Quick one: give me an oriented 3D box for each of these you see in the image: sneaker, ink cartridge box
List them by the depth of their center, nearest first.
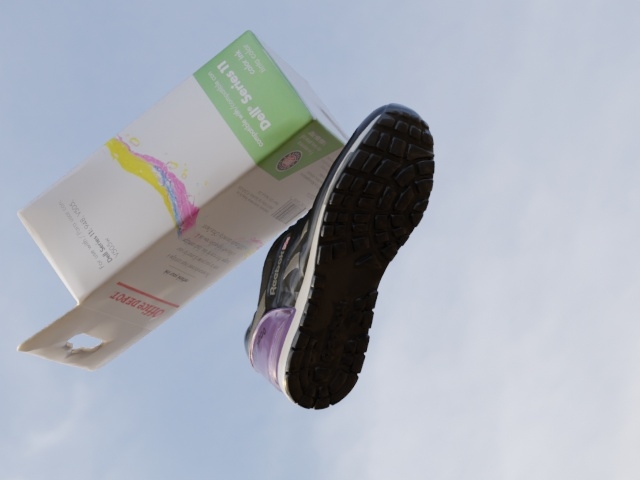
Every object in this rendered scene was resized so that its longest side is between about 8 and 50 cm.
[{"bbox_3d":[0.000,0.000,1.635,0.107,0.124,0.283,17,-82,-38],"label":"sneaker"},{"bbox_3d":[-0.147,-0.029,1.749,0.353,0.119,0.207,-38,-17,6],"label":"ink cartridge box"}]
